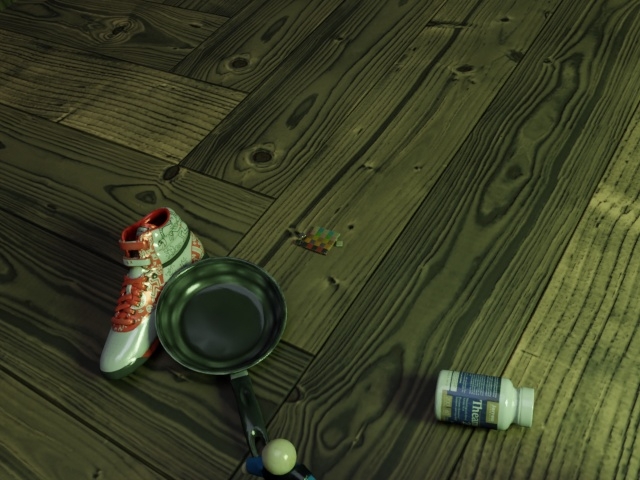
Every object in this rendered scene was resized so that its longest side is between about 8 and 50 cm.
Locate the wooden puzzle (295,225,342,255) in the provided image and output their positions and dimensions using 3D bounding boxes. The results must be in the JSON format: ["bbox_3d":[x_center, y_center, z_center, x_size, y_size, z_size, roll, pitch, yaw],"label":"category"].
[{"bbox_3d":[0.000,0.000,1.135,0.083,0.006,0.049,19,55,27],"label":"wooden puzzle"}]

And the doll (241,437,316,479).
[{"bbox_3d":[-0.035,0.283,0.763,0.129,0.189,0.046,19,55,26],"label":"doll"}]

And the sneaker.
[{"bbox_3d":[-0.285,0.070,1.034,0.090,0.145,0.270,4,47,34],"label":"sneaker"}]

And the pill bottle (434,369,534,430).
[{"bbox_3d":[0.210,0.207,0.857,0.120,0.067,0.067,5,50,17],"label":"pill bottle"}]

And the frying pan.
[{"bbox_3d":[-0.108,0.158,0.989,0.197,0.053,0.326,-34,67,-23],"label":"frying pan"}]
